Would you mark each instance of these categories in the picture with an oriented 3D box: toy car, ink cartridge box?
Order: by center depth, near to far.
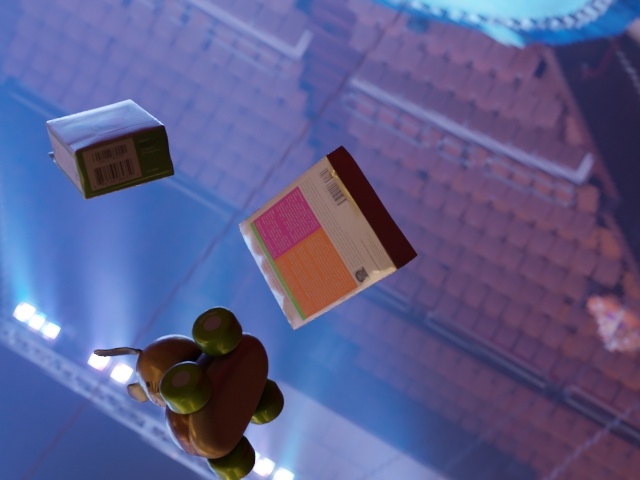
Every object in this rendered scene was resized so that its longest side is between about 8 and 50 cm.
[{"bbox_3d":[-0.162,0.161,1.564,0.188,0.149,0.155,5,140,31],"label":"toy car"},{"bbox_3d":[-0.257,-0.117,1.678,0.209,0.109,0.062,-142,38,-62],"label":"ink cartridge box"}]

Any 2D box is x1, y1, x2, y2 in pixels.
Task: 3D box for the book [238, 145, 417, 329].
[{"bbox_3d":[0.000,0.000,1.058,0.096,0.035,0.144,57,145,1],"label":"book"}]
